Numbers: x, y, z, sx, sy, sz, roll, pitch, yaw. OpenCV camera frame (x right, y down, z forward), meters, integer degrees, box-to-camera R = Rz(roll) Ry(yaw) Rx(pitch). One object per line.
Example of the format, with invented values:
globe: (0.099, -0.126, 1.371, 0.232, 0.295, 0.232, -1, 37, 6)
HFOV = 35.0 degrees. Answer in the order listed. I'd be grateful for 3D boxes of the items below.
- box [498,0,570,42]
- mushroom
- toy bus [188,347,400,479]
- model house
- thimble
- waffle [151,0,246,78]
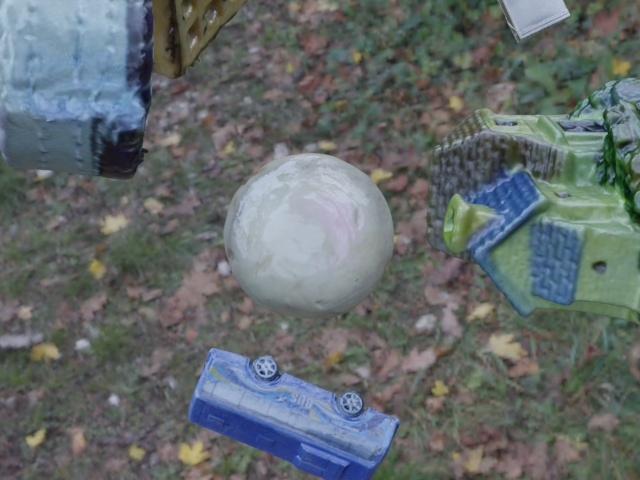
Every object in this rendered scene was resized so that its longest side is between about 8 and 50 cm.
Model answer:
box: (0.365, -0.472, 1.848, 0.109, 0.198, 0.029, -27, 4, -11)
mushroom: (-0.003, 0.014, 1.895, 0.315, 0.356, 0.315, -28, 38, 24)
toy bus: (-0.033, 0.206, 1.170, 0.237, 0.079, 0.094, 22, 55, 1)
model house: (0.195, -0.038, 0.884, 0.189, 0.195, 0.214, 0, 25, -2)
thimble: (-0.236, -0.167, 0.985, 0.150, 0.237, 0.237, 2, 25, -10)
waffle: (-0.156, -0.410, 1.238, 0.114, 0.376, 0.261, 29, 58, 16)
